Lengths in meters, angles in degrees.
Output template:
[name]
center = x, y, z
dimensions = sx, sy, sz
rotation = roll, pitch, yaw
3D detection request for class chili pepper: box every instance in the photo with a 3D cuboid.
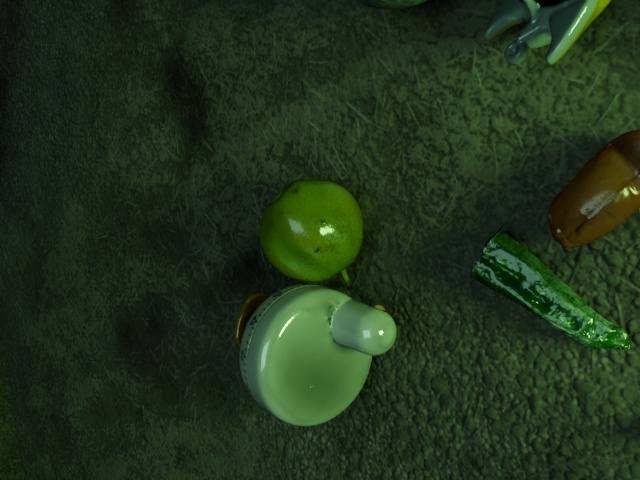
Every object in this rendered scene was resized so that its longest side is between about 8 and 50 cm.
[chili pepper]
center = 0.322, 0.076, 0.793
dimensions = 0.227, 0.059, 0.088
rotation = 37, 104, 25

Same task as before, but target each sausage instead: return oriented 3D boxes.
[sausage]
center = 0.365, -0.064, 0.731
dimensions = 0.179, 0.089, 0.089
rotation = -49, 66, 27

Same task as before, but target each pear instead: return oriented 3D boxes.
[pear]
center = 0.000, 0.000, 0.980
dimensions = 0.180, 0.166, 0.216
rotation = -35, 100, 23

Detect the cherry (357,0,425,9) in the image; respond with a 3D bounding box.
[cherry]
center = 0.114, -0.456, 0.796
dimensions = 0.255, 0.218, 0.296
rotation = -51, 54, 29

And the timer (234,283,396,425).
[timer]
center = -0.007, 0.188, 0.943
dimensions = 0.240, 0.233, 0.233
rotation = 11, 102, 54

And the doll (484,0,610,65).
[doll]
center = 0.327, -0.361, 0.708
dimensions = 0.145, 0.103, 0.316
rotation = 42, 113, 32
